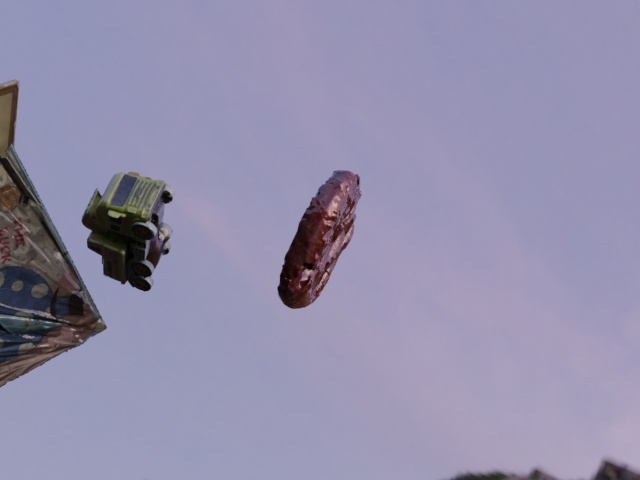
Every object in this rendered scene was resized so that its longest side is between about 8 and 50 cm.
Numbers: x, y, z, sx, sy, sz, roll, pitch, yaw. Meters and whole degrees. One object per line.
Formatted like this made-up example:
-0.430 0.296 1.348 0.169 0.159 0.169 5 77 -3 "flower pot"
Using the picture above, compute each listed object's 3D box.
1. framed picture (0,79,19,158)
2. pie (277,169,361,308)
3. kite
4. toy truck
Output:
-0.504 -0.117 1.887 0.010 0.231 0.173 32 -55 27 "framed picture"
0.000 0.000 1.384 0.036 0.154 0.154 25 -35 11 "pie"
-0.393 0.079 1.560 0.368 0.406 0.014 13 20 -40 "kite"
-0.274 -0.016 1.951 0.116 0.085 0.191 17 -36 4 "toy truck"
